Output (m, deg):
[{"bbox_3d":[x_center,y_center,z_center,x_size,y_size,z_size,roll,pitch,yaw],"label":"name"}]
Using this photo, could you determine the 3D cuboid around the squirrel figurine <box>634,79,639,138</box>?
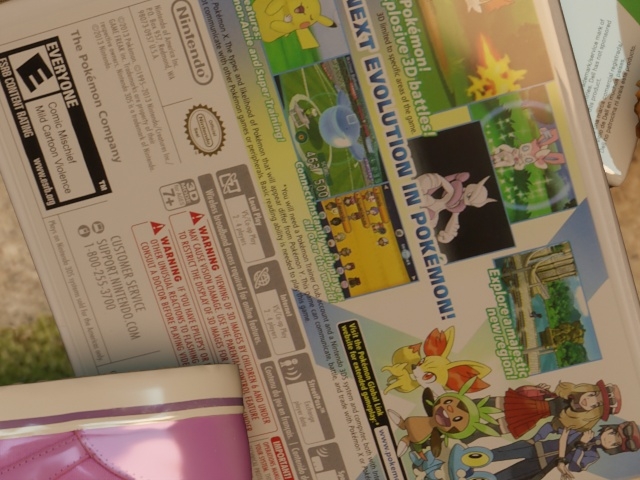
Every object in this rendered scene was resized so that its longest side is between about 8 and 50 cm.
[{"bbox_3d":[0.361,-0.111,0.679,0.370,0.397,0.281,-17,66,-32],"label":"squirrel figurine"}]

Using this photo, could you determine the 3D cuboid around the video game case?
[{"bbox_3d":[0.000,0.000,0.766,0.300,0.036,0.329,-14,104,12],"label":"video game case"}]

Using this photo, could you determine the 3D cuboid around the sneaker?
[{"bbox_3d":[-0.172,0.153,0.740,0.282,0.102,0.161,-6,84,12],"label":"sneaker"}]

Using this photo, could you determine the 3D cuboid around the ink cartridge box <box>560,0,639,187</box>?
[{"bbox_3d":[0.080,-0.128,0.797,0.208,0.087,0.153,18,92,2],"label":"ink cartridge box"}]
